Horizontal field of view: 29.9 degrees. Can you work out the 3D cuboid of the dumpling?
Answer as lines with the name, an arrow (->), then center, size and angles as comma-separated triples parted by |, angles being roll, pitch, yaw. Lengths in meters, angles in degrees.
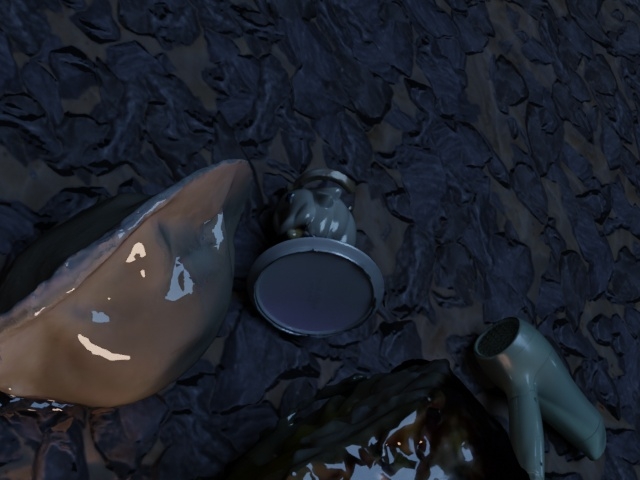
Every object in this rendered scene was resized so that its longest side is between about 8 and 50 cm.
dumpling -> -0.140, 0.044, 0.927 | 0.293, 0.204, 0.163 | -29, 102, -56

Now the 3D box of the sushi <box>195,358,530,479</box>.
sushi -> 0.054, 0.266, 0.943 | 0.299, 0.281, 0.294 | -35, 89, -39

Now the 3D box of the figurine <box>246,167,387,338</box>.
figurine -> 0.000, 0.000, 1.156 | 0.132, 0.132, 0.154 | 35, 36, -26

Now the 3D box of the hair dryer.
hair dryer -> 0.242, 0.219, 1.271 | 0.206, 0.075, 0.237 | 46, 33, -25
